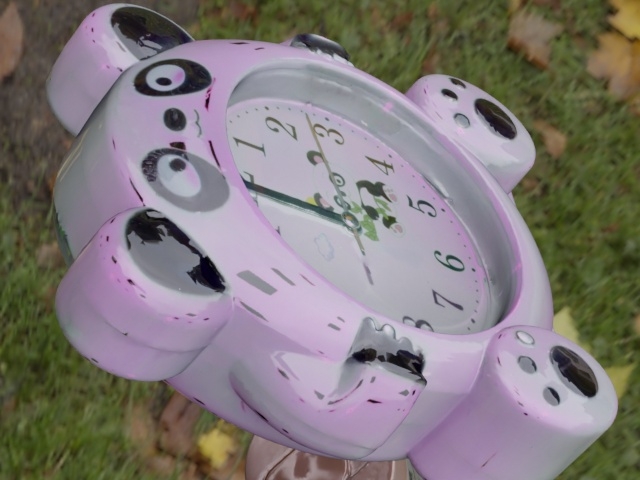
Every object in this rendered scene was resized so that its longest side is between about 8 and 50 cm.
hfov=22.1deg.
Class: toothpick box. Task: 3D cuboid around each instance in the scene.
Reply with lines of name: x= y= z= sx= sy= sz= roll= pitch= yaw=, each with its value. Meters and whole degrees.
toothpick box: x=0.017 y=0.164 z=1.082 sx=0.098 sy=0.149 sz=0.098 roll=-5 pitch=69 yaw=13

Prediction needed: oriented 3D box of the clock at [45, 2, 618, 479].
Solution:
clock: x=0.000 y=0.000 z=0.735 sx=0.248 sy=0.090 sz=0.227 roll=18 pitch=40 yaw=-28
